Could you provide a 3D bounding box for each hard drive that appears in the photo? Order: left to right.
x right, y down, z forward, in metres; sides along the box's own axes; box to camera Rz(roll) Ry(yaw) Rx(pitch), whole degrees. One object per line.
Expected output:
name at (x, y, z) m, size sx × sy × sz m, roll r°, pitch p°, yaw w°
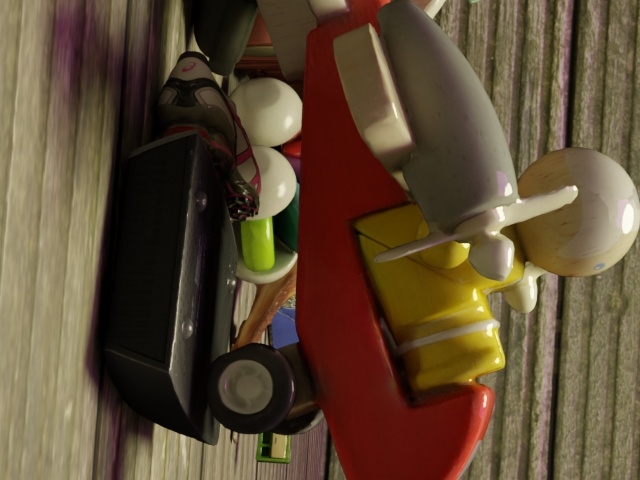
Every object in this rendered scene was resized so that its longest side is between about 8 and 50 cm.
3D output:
hard drive at (-0.096, 0.041, 0.997) m, size 0.254 × 0.054 × 0.172 m, roll 82°, pitch 13°, yaw -73°

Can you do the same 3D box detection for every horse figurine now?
horse figurine at (0.000, 0.000, 1.559) m, size 0.066 × 0.263 × 0.174 m, roll 48°, pitch 18°, yaw -14°

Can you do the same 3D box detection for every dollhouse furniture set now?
dollhouse furniture set at (-0.058, 0.193, 1.575) m, size 0.151 × 0.076 × 0.058 m, roll 86°, pitch 8°, yaw -69°

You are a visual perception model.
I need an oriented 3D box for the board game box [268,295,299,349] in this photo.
board game box at (0.015, 0.040, 2.037) m, size 0.232 × 0.141 × 0.291 m, roll 89°, pitch 6°, yaw -53°

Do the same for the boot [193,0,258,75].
boot at (-0.073, -0.240, 1.157) m, size 0.137 × 0.077 × 0.197 m, roll 115°, pitch -18°, yaw -44°

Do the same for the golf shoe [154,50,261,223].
golf shoe at (-0.078, -0.069, 1.079) m, size 0.186 × 0.068 × 0.086 m, roll 82°, pitch 10°, yaw -71°

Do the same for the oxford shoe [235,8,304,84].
oxford shoe at (-0.017, -0.217, 1.384) m, size 0.348 × 0.123 × 0.130 m, roll 8°, pitch 82°, yaw -83°

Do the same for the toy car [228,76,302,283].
toy car at (-0.025, -0.052, 1.372) m, size 0.159 × 0.136 × 0.182 m, roll 89°, pitch 6°, yaw -54°

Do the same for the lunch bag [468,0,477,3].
lunch bag at (0.121, -0.322, 1.304) m, size 0.279 × 0.108 × 0.224 m, roll -30°, pitch 109°, yaw -66°

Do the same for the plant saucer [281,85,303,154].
plant saucer at (-0.036, -0.118, 1.630) m, size 0.200 × 0.037 × 0.199 m, roll -166°, pitch -90°, yaw -89°

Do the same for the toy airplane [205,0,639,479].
toy airplane at (0.079, -0.045, 1.002) m, size 0.386 × 0.273 × 0.384 m, roll -73°, pitch 161°, yaw -51°
